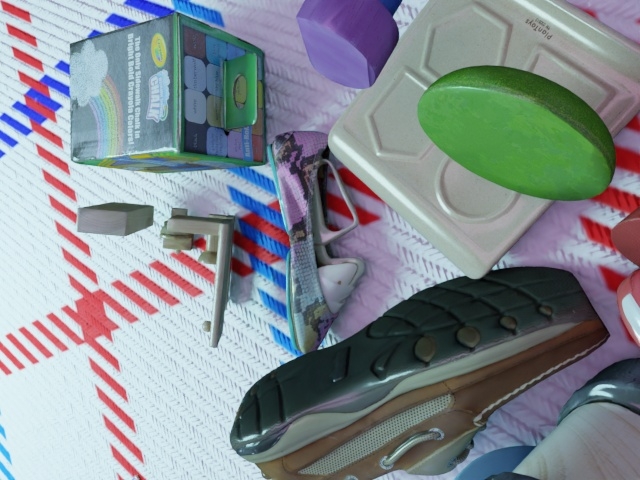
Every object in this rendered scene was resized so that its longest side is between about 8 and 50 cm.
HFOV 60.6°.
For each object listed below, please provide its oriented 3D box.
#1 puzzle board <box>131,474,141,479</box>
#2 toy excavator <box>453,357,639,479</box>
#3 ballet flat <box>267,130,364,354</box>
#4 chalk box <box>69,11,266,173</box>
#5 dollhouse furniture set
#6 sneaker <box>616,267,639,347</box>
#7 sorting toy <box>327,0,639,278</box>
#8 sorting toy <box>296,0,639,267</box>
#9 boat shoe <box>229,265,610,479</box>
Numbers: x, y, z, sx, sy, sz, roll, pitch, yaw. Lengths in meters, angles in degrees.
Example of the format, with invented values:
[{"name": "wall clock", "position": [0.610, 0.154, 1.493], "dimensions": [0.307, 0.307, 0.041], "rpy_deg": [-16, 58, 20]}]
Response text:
[{"name": "puzzle board", "position": [-0.233, 0.391, 0.725], "dimensions": [0.128, 0.011, 0.096], "rpy_deg": [45, 114, 22]}, {"name": "toy excavator", "position": [0.215, 0.370, 0.345], "dimensions": [0.433, 0.222, 0.445], "rpy_deg": [42, 133, 30]}, {"name": "ballet flat", "position": [0.000, 0.000, 0.532], "dimensions": [0.079, 0.077, 0.221], "rpy_deg": [-7, 88, 13]}, {"name": "chalk box", "position": [-0.141, -0.144, 0.574], "dimensions": [0.213, 0.132, 0.132], "rpy_deg": [2, 92, 31]}, {"name": "dollhouse furniture set", "position": [-0.174, 0.030, 0.594], "dimensions": [0.151, 0.144, 0.123], "rpy_deg": [5, 97, -5]}, {"name": "sneaker", "position": [0.284, 0.059, 0.291], "dimensions": [0.221, 0.087, 0.128], "rpy_deg": [46, 140, 34]}, {"name": "sorting toy", "position": [0.128, -0.103, 0.456], "dimensions": [0.193, 0.038, 0.208], "rpy_deg": [45, 111, 22]}, {"name": "sorting toy", "position": [0.168, -0.095, 0.355], "dimensions": [0.365, 0.127, 0.126], "rpy_deg": [30, 83, 1]}, {"name": "boat shoe", "position": [0.078, 0.131, 0.468], "dimensions": [0.324, 0.122, 0.120], "rpy_deg": [-28, 105, 21]}]
